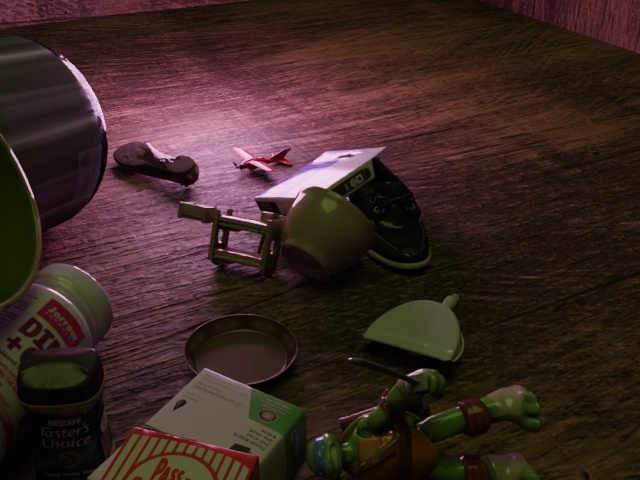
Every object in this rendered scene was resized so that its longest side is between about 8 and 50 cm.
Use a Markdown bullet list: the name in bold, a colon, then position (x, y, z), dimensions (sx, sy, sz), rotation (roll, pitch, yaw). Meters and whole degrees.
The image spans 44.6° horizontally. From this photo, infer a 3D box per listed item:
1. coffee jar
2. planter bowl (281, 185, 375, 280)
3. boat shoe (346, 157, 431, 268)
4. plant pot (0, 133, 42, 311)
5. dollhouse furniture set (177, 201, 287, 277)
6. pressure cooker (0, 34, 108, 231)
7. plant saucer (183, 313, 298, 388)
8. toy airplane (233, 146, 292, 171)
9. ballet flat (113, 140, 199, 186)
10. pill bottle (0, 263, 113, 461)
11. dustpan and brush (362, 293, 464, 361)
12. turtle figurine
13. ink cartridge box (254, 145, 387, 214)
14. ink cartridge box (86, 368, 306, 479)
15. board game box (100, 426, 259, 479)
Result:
- **coffee jar**: position (-0.298, 0.211, 0.920), dimensions (0.096, 0.185, 0.079), rotation (-2, 30, -5)
- **planter bowl**: position (0.000, 0.000, 1.348), dimensions (0.162, 0.162, 0.109), rotation (20, 61, 29)
- **boat shoe**: position (0.126, -0.070, 1.492), dimensions (0.127, 0.113, 0.340), rotation (-3, 31, -8)
- **plant pot**: position (-0.614, -0.001, 0.967), dimensions (0.352, 0.366, 0.366), rotation (-27, 26, 16)
- **dollhouse furniture set**: position (-0.147, -0.006, 1.428), dimensions (0.181, 0.101, 0.161), rotation (12, 7, 19)
- **pressure cooker**: position (-0.607, -0.148, 1.288), dimensions (0.375, 0.370, 0.420), rotation (-17, 12, 26)
- **plant saucer**: position (-0.117, 0.169, 1.157), dimensions (0.168, 0.029, 0.168), rotation (1, 30, 0)
- **toy airplane**: position (-0.128, -0.181, 1.754), dimensions (0.151, 0.028, 0.151), rotation (2, 31, -1)
- **ballet flat**: position (-0.357, -0.163, 1.699), dimensions (0.249, 0.058, 0.084), rotation (16, 54, 33)
- **pill bottle**: position (-0.407, 0.156, 1.033), dimensions (0.160, 0.160, 0.283), rotation (10, 31, 14)
- **dustpan and brush**: position (0.175, 0.127, 1.228), dimensions (0.147, 0.060, 0.211), rotation (13, 39, 27)
- **turtle figurine**: position (0.132, 0.251, 0.872), dimensions (0.266, 0.275, 0.198), rotation (-3, 65, -16)
- **ink cartridge box**: position (0.005, -0.116, 1.530), dimensions (0.208, 0.045, 0.206), rotation (-36, 22, -28)
- **ink cartridge box**: position (-0.139, 0.270, 0.917), dimensions (0.160, 0.093, 0.219), rotation (17, 34, 24)
- **board game box**: position (-0.160, 0.282, 0.767), dimensions (0.146, 0.045, 0.193), rotation (9, 34, 12)
